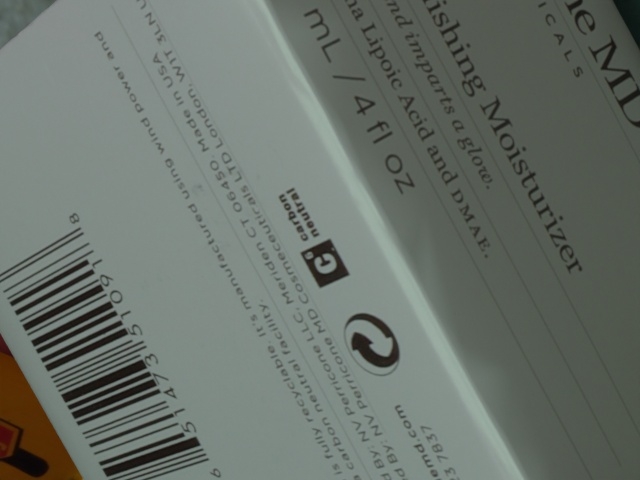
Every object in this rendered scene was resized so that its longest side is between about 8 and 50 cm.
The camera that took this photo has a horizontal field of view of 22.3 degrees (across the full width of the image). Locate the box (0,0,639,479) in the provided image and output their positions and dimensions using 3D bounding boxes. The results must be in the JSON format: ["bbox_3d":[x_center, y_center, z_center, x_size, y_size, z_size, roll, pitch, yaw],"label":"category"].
[{"bbox_3d":[0.000,0.000,0.466,0.182,0.119,0.181,-26,95,49],"label":"box"}]

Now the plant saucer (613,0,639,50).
[{"bbox_3d":[0.100,-0.043,0.469,0.119,0.021,0.119,12,116,26],"label":"plant saucer"}]

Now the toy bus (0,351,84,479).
[{"bbox_3d":[-0.179,0.096,0.625,0.332,0.130,0.108,21,119,22],"label":"toy bus"}]
